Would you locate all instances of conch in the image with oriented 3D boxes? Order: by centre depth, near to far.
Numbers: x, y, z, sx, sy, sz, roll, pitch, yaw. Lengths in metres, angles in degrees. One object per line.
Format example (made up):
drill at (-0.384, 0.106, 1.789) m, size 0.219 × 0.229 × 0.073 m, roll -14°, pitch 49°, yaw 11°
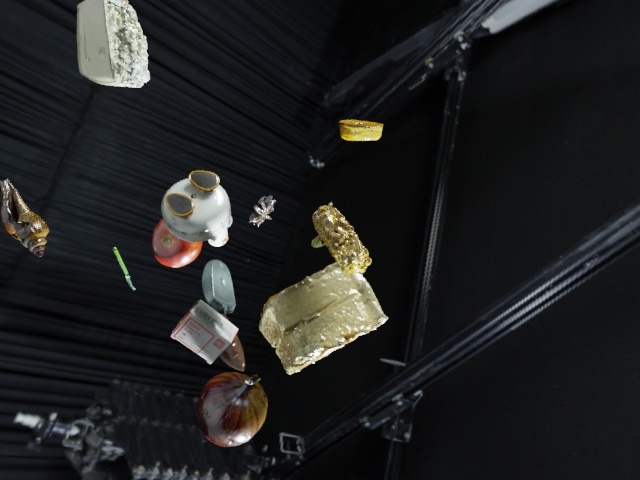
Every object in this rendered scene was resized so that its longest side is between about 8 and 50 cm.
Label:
conch at (-0.806, -0.054, 1.203) m, size 0.080 × 0.232 × 0.086 m, roll -45°, pitch 180°, yaw 20°

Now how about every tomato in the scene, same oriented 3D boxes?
tomato at (-0.524, 0.001, 1.648) m, size 0.195 × 0.136 × 0.195 m, roll 0°, pitch -91°, yaw 15°

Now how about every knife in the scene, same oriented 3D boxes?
knife at (-0.793, 0.108, 1.801) m, size 0.054 × 0.015 × 0.212 m, roll 33°, pitch -38°, yaw 42°

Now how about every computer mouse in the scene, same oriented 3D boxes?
computer mouse at (-0.348, 0.166, 1.510) m, size 0.068 × 0.113 × 0.229 m, roll -38°, pitch -134°, yaw 23°

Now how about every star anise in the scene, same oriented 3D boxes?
star anise at (-0.310, -0.149, 2.358) m, size 0.195 × 0.065 × 0.182 m, roll -41°, pitch 157°, yaw -37°

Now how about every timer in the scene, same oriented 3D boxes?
timer at (-0.423, -0.094, 1.550) m, size 0.240 × 0.233 × 0.234 m, roll 99°, pitch -7°, yaw -57°

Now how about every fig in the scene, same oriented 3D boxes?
fig at (-0.287, 0.538, 1.454) m, size 0.214 × 0.235 × 0.235 m, roll 102°, pitch -10°, yaw -56°

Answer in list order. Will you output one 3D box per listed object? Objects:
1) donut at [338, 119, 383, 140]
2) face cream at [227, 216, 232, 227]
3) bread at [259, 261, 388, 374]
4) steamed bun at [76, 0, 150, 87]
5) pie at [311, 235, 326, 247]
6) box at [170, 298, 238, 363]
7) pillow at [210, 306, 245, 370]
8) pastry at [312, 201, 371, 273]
donut at (0.135, -0.370, 1.508) m, size 0.152 × 0.151 × 0.058 m, roll -142°, pitch -133°, yaw -57°
face cream at (-0.455, -0.129, 1.922) m, size 0.073 × 0.073 × 0.283 m, roll -61°, pitch -144°, yaw 7°
bread at (-0.005, 0.284, 1.655) m, size 0.279 × 0.371 × 0.390 m, roll 60°, pitch -24°, yaw 12°
steamed bun at (-0.525, -0.522, 1.168) m, size 0.200 × 0.170 × 0.226 m, roll 18°, pitch -68°, yaw 30°
pie at (0.001, 0.000, 1.732) m, size 0.084 × 0.021 × 0.084 m, roll -23°, pitch -151°, yaw 14°
box at (-0.396, 0.313, 1.533) m, size 0.133 × 0.182 × 0.099 m, roll -44°, pitch -168°, yaw 22°
pillow at (-0.443, 0.434, 2.035) m, size 0.108 × 0.308 × 0.305 m, roll -28°, pitch -176°, yaw -22°
pastry at (0.061, -0.006, 1.439) m, size 0.102 × 0.154 × 0.250 m, roll -32°, pitch -114°, yaw -6°
